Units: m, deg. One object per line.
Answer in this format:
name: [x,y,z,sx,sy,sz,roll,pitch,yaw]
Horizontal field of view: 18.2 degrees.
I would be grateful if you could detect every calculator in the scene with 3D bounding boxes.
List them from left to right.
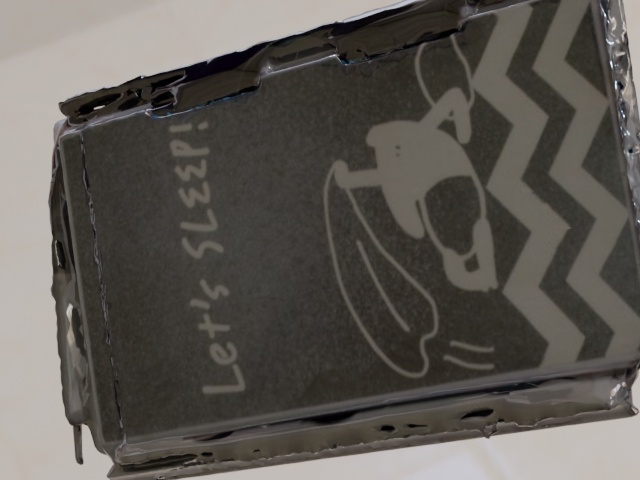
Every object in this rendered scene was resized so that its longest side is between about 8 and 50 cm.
calculator: [0.000,0.000,0.751,0.274,0.028,0.165,-11,-99,35]
